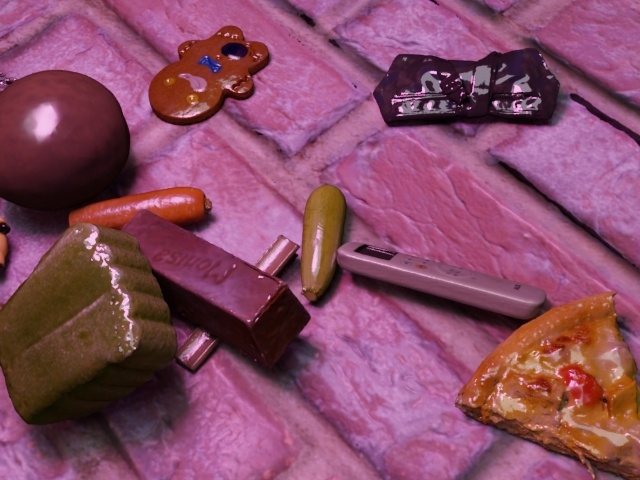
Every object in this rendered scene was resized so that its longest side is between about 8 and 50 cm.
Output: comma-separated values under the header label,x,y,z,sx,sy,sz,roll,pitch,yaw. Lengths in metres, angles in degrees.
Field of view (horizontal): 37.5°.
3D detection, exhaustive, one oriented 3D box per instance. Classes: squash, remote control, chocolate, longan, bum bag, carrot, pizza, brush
label,x,y,z,sx,sy,sz,roll,pitch,yaw
squash,0.000,0.000,1.443,0.066,0.066,0.201,5,60,9
remote control,0.174,0.056,1.382,0.310,0.038,0.090,15,17,17
chocolate,-0.173,0.058,1.360,0.321,0.112,0.112,26,66,33
longan,-0.431,-0.158,1.505,0.248,0.248,0.248,-3,56,4
bum bag,0.243,-0.261,1.589,0.310,0.074,0.137,0,66,7
carrot,-0.283,-0.044,1.500,0.225,0.067,0.067,-10,55,1
pizza,0.369,0.209,1.253,0.280,0.075,0.288,-39,60,-18
brush,-0.120,0.095,1.411,0.043,0.036,0.248,30,71,28

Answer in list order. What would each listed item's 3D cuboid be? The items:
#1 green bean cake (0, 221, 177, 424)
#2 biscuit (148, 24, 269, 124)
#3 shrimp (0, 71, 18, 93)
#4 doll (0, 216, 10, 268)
label,x,y,z,sx,sy,sz,roll,pitch,yaw
green bean cake,-0.333,0.122,1.303,0.248,0.125,0.222,-35,66,17
biscuit,-0.202,-0.295,1.683,0.180,0.039,0.236,35,68,24
shrimp,-0.603,-0.267,1.685,0.233,0.079,0.090,-6,19,-3
doll,-0.562,-0.057,1.528,0.117,0.086,0.291,-28,58,8
